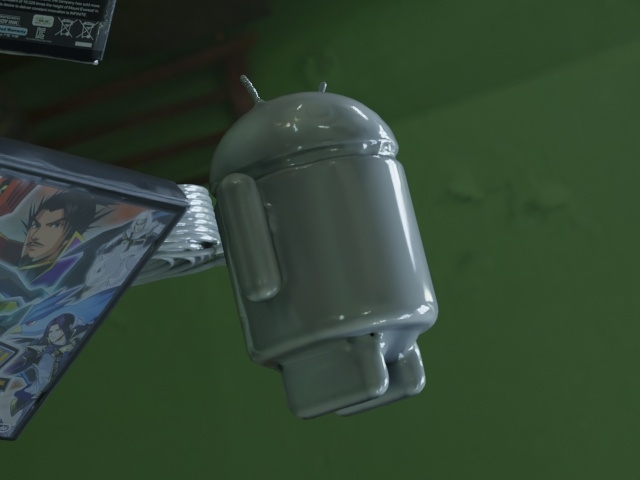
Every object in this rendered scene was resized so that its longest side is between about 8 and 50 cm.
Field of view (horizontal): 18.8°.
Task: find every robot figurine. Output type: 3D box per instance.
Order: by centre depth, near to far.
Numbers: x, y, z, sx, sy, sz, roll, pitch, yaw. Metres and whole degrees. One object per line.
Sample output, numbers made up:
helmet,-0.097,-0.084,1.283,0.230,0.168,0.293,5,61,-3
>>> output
robot figurine,0.000,0.000,1.968,0.300,0.200,0.353,8,66,-59

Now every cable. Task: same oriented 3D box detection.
cable,-0.246,-0.002,2.277,0.257,0.257,0.089,3,76,-50

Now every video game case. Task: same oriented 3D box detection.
video game case,-0.256,0.037,1.372,0.275,0.248,0.035,14,30,-51

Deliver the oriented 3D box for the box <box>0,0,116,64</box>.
box,-0.308,-0.295,1.282,0.097,0.395,0.318,-109,-150,-52
